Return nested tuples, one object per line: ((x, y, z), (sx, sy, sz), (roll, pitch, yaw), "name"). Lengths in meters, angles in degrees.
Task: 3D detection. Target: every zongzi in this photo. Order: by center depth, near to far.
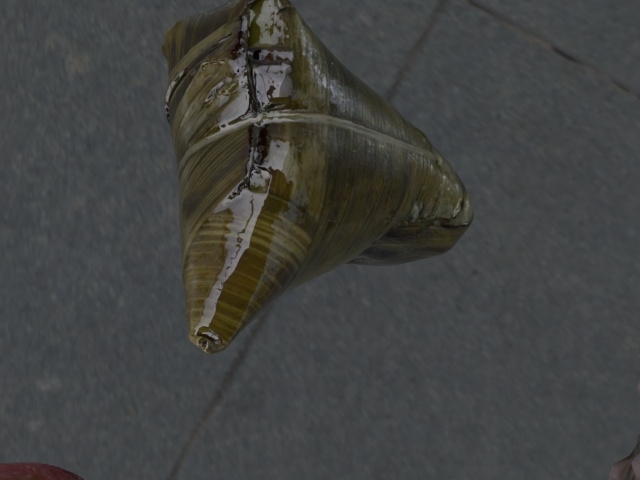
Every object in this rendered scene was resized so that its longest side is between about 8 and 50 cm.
((0.000, 0.000, 1.144), (0.134, 0.288, 0.286), (-26, 138, 32), "zongzi")

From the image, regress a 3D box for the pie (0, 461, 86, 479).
((-0.120, 0.159, 0.612), (0.154, 0.036, 0.154), (-10, 109, -31), "pie")

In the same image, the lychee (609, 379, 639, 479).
((0.198, 0.102, 0.346), (0.300, 0.300, 0.300), (-4, 109, -11), "lychee")
